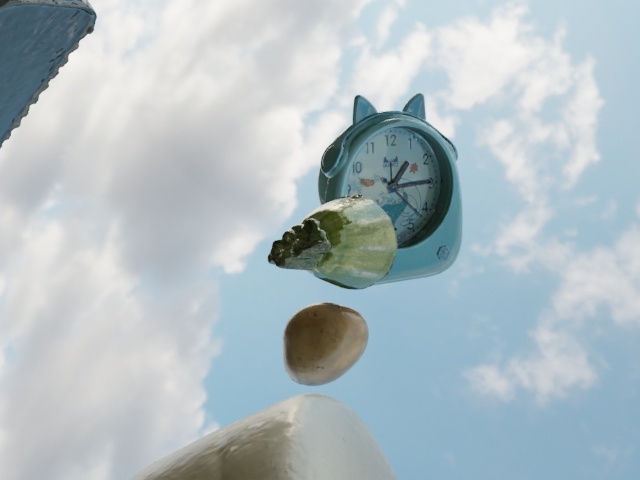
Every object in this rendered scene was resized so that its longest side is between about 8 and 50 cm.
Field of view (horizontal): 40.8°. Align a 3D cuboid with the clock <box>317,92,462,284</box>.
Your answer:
[{"bbox_3d":[0.097,-0.076,1.249,0.094,0.224,0.274,16,-72,61],"label":"clock"}]

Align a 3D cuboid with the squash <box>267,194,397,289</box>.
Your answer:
[{"bbox_3d":[0.005,0.002,0.869,0.105,0.132,0.105,0,-90,28],"label":"squash"}]

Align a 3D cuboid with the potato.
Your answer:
[{"bbox_3d":[0.007,0.140,1.179,0.147,0.112,0.112,-43,-145,45],"label":"potato"}]

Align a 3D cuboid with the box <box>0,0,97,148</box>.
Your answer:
[{"bbox_3d":[-0.274,-0.150,0.575,0.274,0.178,0.138,-41,173,30],"label":"box"}]

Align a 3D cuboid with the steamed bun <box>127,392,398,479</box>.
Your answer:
[{"bbox_3d":[-0.023,0.189,0.432,0.146,0.164,0.241,-29,-149,13],"label":"steamed bun"}]
